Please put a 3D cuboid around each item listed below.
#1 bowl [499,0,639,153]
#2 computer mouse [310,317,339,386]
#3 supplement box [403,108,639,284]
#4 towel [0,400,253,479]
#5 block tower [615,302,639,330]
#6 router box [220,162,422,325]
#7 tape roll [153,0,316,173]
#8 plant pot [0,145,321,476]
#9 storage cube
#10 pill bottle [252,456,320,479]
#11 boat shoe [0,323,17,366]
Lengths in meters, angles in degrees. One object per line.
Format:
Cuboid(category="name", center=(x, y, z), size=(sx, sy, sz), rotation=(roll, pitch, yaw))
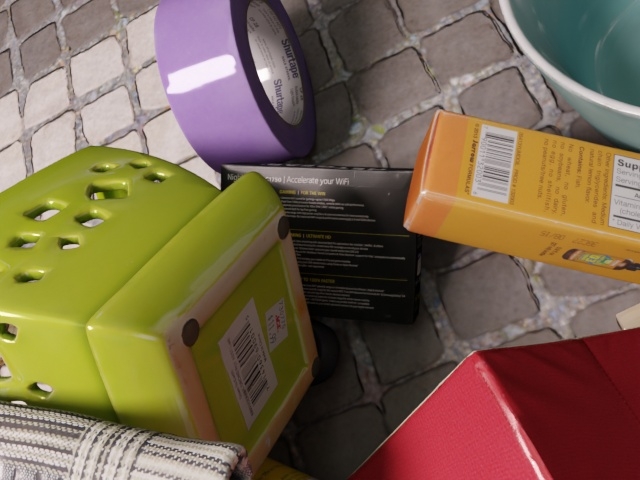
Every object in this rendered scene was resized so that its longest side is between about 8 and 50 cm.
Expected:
Cuboid(category="bowl", center=(0.303, -0.177, 0.545), size=(0.311, 0.163, 0.312), rotation=(-9, 63, 18))
Cuboid(category="computer mouse", center=(-0.084, 0.096, 0.694), size=(0.242, 0.041, 0.071), rotation=(6, 84, 32))
Cuboid(category="supplement box", center=(0.187, -0.027, 0.543), size=(0.233, 0.078, 0.080), rotation=(15, 70, 1))
Cuboid(category="towel", center=(-0.195, 0.251, 0.380), size=(0.312, 0.056, 0.325), rotation=(2, 79, 25))
Cuboid(category="block tower", center=(0.316, 0.181, 0.445), size=(0.090, 0.097, 0.336), rotation=(-28, 63, 11))
Cuboid(category="router box", center=(0.000, 0.000, 0.636), size=(0.178, 0.046, 0.133), rotation=(4, 99, 14))
Cuboid(category="tape roll", center=(-0.077, -0.163, 0.700), size=(0.080, 0.189, 0.189), rotation=(-13, 65, 18))
Cuboid(category="plant pot", center=(-0.134, 0.074, 0.535), size=(0.207, 0.228, 0.227), rotation=(5, 33, 25))
Cuboid(category="storage cube", center=(0.149, 0.184, 0.420), size=(0.215, 0.183, 0.193), rotation=(-58, 46, 42))
Cuboid(category="pill bottle", center=(-0.019, 0.245, 0.552), size=(0.208, 0.119, 0.119), rotation=(15, 77, 28))
Cuboid(category="boat shoe", center=(-0.467, 0.012, 0.841), size=(0.123, 0.123, 0.342), rotation=(-47, 59, 1))
